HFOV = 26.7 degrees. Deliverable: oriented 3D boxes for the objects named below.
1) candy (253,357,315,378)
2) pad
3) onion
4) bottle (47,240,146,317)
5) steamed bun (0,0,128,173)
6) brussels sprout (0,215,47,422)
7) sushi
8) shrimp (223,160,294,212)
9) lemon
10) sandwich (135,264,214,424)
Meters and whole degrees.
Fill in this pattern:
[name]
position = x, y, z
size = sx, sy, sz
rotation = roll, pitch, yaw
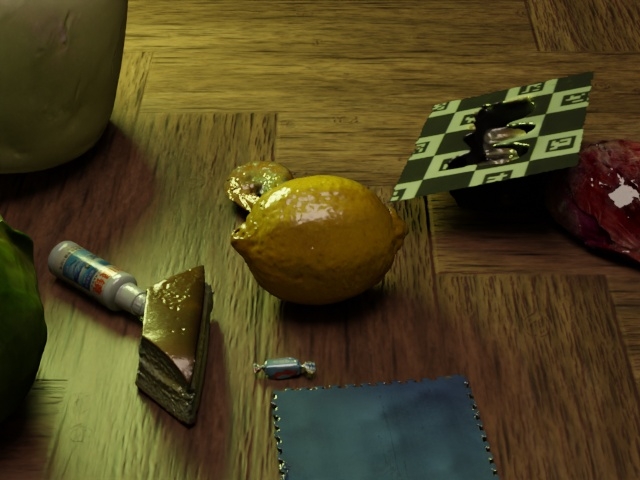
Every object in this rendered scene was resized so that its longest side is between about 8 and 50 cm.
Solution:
[candy]
position = -0.048, 0.171, 1.792
size = 0.083, 0.020, 0.030
rotation = -3, 32, -2
[pad]
position = 0.079, 0.261, 1.665
size = 0.269, 0.012, 0.269
rotation = -3, 34, -4
[onion]
position = 0.474, -0.069, 2.062
size = 0.227, 0.120, 0.283
rotation = -11, 35, -8
[bottle]
position = -0.301, 0.065, 1.922
size = 0.217, 0.060, 0.060
rotation = 27, 43, 33
[steamed bun]
position = -0.494, -0.303, 2.176
size = 0.290, 0.371, 0.456
rotation = 31, 34, 25
[brussels sprout]
position = -0.496, 0.099, 1.672
size = 0.276, 0.314, 0.371
rotation = -23, -5, 10
[sushi]
position = 0.298, -0.130, 2.178
size = 0.296, 0.100, 0.373
rotation = -11, 26, 21
[shrimp]
position = -0.087, -0.064, 2.120
size = 0.115, 0.051, 0.217
rotation = -13, 36, -7
[lemon]
position = 0.000, 0.000, 1.900
size = 0.257, 0.188, 0.188
rotation = -2, 34, -9
[sandwich]
position = -0.195, 0.131, 1.790
size = 0.096, 0.094, 0.258
rotation = 3, 32, -3
